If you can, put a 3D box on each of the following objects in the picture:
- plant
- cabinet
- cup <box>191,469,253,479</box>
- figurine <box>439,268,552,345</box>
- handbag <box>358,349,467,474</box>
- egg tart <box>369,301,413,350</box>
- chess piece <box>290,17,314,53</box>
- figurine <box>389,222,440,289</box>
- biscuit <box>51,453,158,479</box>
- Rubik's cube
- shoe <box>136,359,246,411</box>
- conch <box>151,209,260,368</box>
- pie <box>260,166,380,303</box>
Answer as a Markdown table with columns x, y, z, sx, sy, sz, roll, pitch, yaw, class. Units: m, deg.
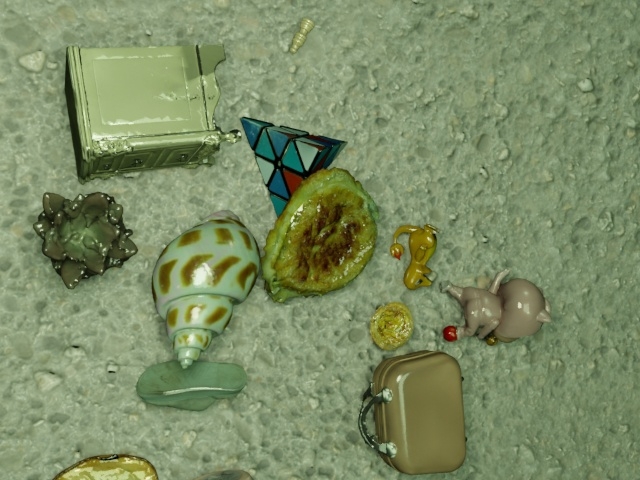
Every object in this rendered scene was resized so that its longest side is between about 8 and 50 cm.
| x | y | z | sx | sy | sz | roll | pitch | yaw | class |
| --- | --- | --- | --- | --- | --- | --- | --- | --- | --- |
| -0.487 | -0.018 | 1.474 | 0.181 | 0.320 | 0.194 | -24 | 98 | -19 | plant |
| -0.370 | -0.268 | 1.538 | 0.317 | 0.290 | 0.228 | -8 | 87 | -22 | cabinet |
| -0.201 | 0.639 | 1.641 | 0.252 | 0.191 | 0.201 | -8 | 88 | -48 | cup |
| 0.462 | 0.188 | 1.901 | 0.287 | 0.176 | 0.186 | -4 | 132 | -3 | figurine |
| 0.221 | 0.437 | 1.797 | 0.283 | 0.149 | 0.302 | -5 | 92 | -21 | handbag |
| 0.179 | 0.220 | 1.838 | 0.128 | 0.049 | 0.129 | -1 | 93 | -23 | egg tart |
| -0.050 | -0.510 | 1.787 | 0.035 | 0.035 | 0.092 | 29 | 84 | -16 | chess piece |
| 0.239 | 0.040 | 1.850 | 0.122 | 0.121 | 0.176 | 9 | 96 | 10 | figurine |
| -0.487 | 0.577 | 1.608 | 0.259 | 0.041 | 0.203 | 12 | 88 | -18 | biscuit |
| -0.015 | -0.185 | 1.771 | 0.234 | 0.284 | 0.250 | -25 | 123 | -39 | Rubik's cube |
| -0.296 | 0.343 | 1.656 | 0.250 | 0.103 | 0.100 | -3 | 133 | -6 | shoe |
| -0.257 | 0.101 | 1.619 | 0.249 | 0.197 | 0.368 | 23 | 84 | -34 | conch |
| 0.000 | 0.000 | 1.693 | 0.288 | 0.103 | 0.355 | 9 | 108 | -42 | pie |
